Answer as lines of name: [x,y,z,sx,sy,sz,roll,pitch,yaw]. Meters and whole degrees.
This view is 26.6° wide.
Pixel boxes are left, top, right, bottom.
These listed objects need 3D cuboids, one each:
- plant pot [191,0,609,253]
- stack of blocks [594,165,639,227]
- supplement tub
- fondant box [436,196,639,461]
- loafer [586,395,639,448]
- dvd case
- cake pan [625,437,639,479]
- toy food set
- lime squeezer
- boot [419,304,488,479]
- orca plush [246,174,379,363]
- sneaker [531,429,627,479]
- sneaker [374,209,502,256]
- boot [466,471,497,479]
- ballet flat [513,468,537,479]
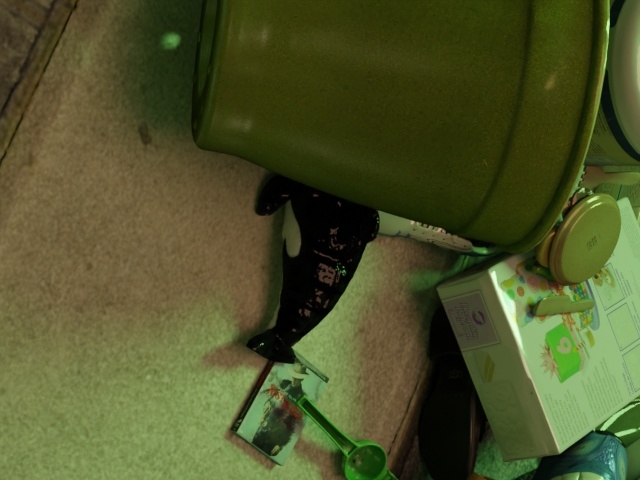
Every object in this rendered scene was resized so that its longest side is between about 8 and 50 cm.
plant pot: [0.056,-0.188,1.377,0.353,0.366,0.366,7,90,-11]
stack of blocks: [0.502,-0.119,1.960,0.171,0.087,0.297,26,77,-40]
supplement tub: [0.319,-0.203,1.640,0.228,0.316,0.228,-3,95,-40]
fondant box: [0.319,0.107,1.735,0.330,0.096,0.238,-24,93,-45]
loafer: [0.459,0.263,1.960,0.251,0.087,0.094,-15,104,-39]
dvd case: [-0.045,0.189,1.566,0.087,0.013,0.119,43,66,-35]
cake pan: [0.443,0.335,1.873,0.293,0.054,0.293,-29,153,-16]
toy food set: [0.311,-0.005,1.634,0.132,0.038,0.192,0,114,-43]
lime squeezer: [0.084,0.291,1.605,0.059,0.110,0.310,-43,91,-19]
boot: [0.244,0.195,1.766,0.229,0.091,0.262,6,88,-40]
orca plush: [0.000,0.000,1.509,0.151,0.102,0.287,35,78,-22]
sneaker: [0.312,0.352,1.730,0.130,0.330,0.147,31,51,5]
sneaker: [0.148,-0.031,1.665,0.237,0.086,0.085,11,89,-40]
boot: [0.190,0.369,1.696,0.152,0.073,0.197,-60,158,-5]
ballet flat: [0.304,0.341,1.846,0.173,0.049,0.057,-29,118,-18]
